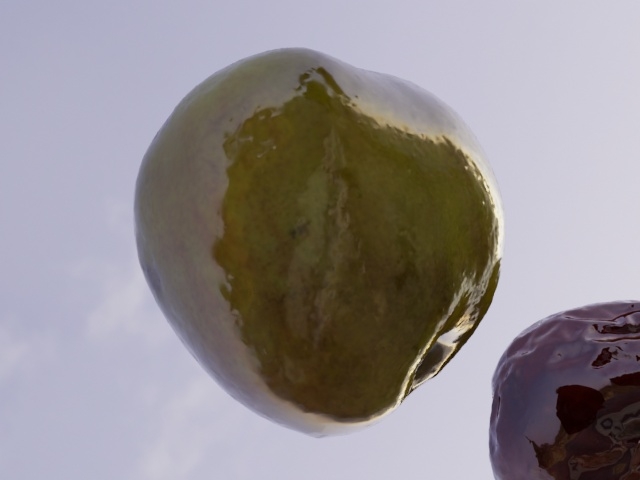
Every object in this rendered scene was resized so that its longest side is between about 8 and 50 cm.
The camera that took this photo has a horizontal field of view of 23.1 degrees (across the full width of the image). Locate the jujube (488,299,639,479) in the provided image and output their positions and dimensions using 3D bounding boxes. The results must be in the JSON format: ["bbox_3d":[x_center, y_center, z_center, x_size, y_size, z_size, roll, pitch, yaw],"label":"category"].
[{"bbox_3d":[0.228,0.116,1.028,0.236,0.168,0.168,-7,-52,9],"label":"jujube"}]

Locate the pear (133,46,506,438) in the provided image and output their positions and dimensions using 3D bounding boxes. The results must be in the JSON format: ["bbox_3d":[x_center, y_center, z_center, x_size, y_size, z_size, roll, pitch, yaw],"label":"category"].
[{"bbox_3d":[0.000,0.000,0.798,0.200,0.200,0.200,-19,-54,-29],"label":"pear"}]
